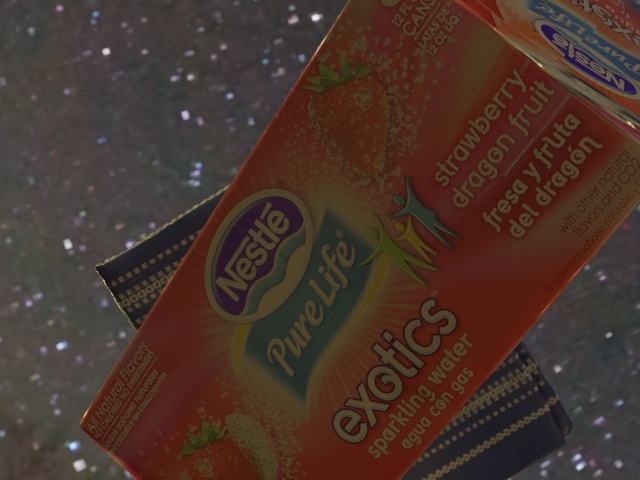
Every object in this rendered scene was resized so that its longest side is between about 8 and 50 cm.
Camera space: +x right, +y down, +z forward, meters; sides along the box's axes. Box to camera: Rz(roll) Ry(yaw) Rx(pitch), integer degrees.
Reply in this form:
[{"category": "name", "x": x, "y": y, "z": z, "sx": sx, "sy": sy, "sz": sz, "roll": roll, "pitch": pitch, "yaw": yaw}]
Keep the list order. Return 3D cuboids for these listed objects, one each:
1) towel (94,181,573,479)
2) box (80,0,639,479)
[{"category": "towel", "x": 0.021, "y": 0.088, "z": 0.991, "sx": 0.336, "sy": 0.243, "sz": 0.040, "roll": 58, "pitch": 0, "yaw": -19}, {"category": "box", "x": 0.033, "y": 0.010, "z": 0.618, "sx": 0.142, "sy": 0.154, "sz": 0.300, "roll": 40, "pitch": -58, "yaw": 8}]
